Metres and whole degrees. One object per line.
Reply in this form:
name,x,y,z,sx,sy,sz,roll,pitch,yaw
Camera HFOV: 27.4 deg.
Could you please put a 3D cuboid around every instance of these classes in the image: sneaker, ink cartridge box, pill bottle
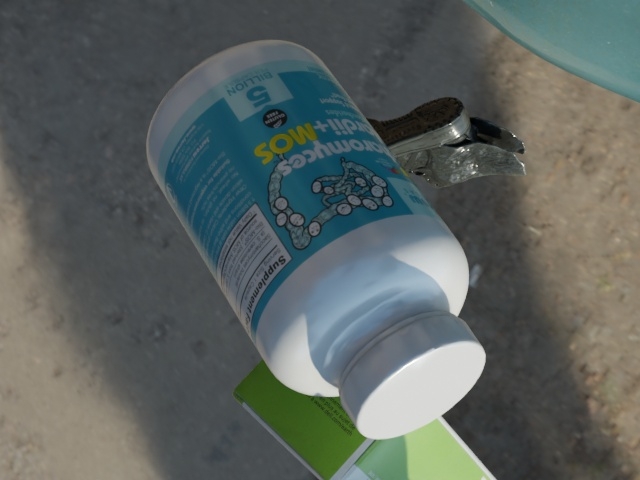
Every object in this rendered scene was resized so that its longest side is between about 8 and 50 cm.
sneaker,0.088,-0.075,1.158,0.170,0.051,0.089,-14,139,23
ink cartridge box,0.078,0.184,0.970,0.097,0.255,0.189,-48,139,-7
pill bottle,0.000,0.000,0.864,0.146,0.264,0.146,-24,147,-17

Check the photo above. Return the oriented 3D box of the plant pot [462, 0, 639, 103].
plant pot,0.183,-0.230,0.827,0.255,0.272,0.271,21,102,11
